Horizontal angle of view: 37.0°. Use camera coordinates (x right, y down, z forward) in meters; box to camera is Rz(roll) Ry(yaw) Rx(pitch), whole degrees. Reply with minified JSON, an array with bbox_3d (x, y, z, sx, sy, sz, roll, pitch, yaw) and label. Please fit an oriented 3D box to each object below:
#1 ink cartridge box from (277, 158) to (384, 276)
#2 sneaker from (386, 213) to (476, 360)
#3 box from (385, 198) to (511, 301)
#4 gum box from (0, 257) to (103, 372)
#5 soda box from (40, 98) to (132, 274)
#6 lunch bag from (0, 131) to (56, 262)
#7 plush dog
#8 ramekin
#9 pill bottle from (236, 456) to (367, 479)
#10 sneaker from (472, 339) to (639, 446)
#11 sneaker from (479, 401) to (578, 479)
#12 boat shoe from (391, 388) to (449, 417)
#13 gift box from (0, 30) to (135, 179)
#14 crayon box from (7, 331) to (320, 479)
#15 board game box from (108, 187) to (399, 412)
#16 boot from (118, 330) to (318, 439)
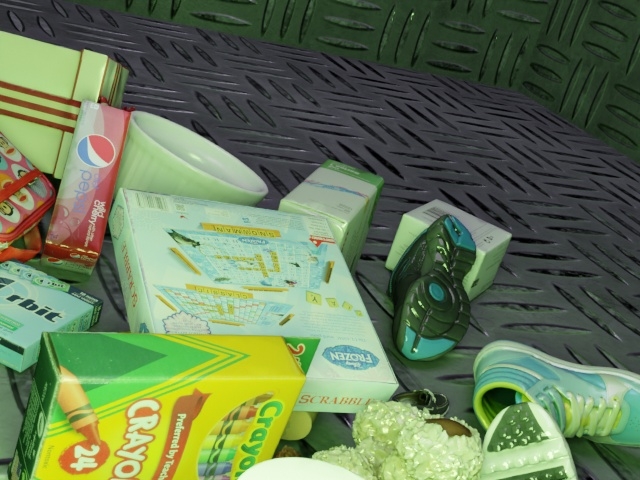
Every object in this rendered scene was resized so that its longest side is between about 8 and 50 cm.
[{"bbox_3d":[0.000,0.000,1.620,0.117,0.201,0.278,21,23,9],"label":"ink cartridge box"},{"bbox_3d":[0.181,0.101,1.658,0.125,0.139,0.341,43,38,-12],"label":"sneaker"},{"bbox_3d":[0.253,0.019,1.881,0.182,0.119,0.181,27,23,20],"label":"box"},{"bbox_3d":[-0.410,0.096,1.292,0.157,0.041,0.184,23,23,12],"label":"gum box"},{"bbox_3d":[-0.365,-0.084,1.499,0.083,0.092,0.263,14,62,-16],"label":"soda box"},{"bbox_3d":[-0.518,-0.069,1.421,0.258,0.120,0.293,48,12,-12],"label":"lunch bag"},{"bbox_3d":[0.043,0.292,1.053,0.225,0.211,0.262,-2,-2,-11],"label":"plush dog"},{"bbox_3d":[-0.243,-0.100,1.686,0.277,0.135,0.277,30,12,-7],"label":"ramekin"},{"bbox_3d":[-0.037,0.320,0.722,0.161,0.283,0.161,15,22,-6],"label":"pill bottle"},{"bbox_3d":[0.367,0.261,1.397,0.319,0.127,0.208,13,18,14],"label":"sneaker"},{"bbox_3d":[0.247,0.316,1.029,0.110,0.292,0.118,-13,-4,27],"label":"sneaker"},{"bbox_3d":[0.145,0.236,1.391,0.125,0.038,0.046,-1,29,-39],"label":"boat shoe"},{"bbox_3d":[-0.479,-0.215,1.719,0.258,0.276,0.255,13,9,-3],"label":"gift box"},{"bbox_3d":[-0.152,0.198,1.027,0.318,0.202,0.081,3,32,-31],"label":"crayon box"},{"bbox_3d":[-0.094,0.077,1.238,0.318,0.066,0.318,8,39,-28],"label":"board game box"},{"bbox_3d":[-0.130,0.168,1.287,0.295,0.104,0.211,19,15,-1],"label":"boot"}]
